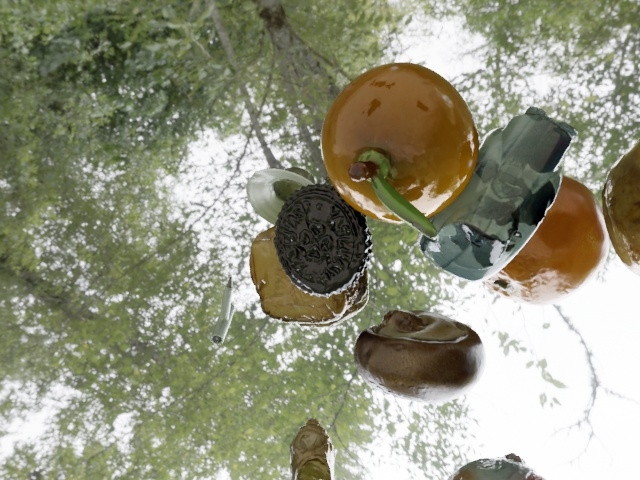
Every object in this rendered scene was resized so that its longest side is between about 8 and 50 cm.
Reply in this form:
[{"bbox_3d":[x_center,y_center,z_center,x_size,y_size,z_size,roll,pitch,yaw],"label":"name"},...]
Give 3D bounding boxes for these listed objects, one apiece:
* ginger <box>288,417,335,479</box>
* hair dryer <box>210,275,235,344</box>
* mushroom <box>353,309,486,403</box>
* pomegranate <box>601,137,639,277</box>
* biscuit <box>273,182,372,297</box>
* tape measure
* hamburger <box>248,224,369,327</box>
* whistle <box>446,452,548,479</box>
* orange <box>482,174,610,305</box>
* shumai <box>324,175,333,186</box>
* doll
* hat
[{"bbox_3d":[-0.003,0.236,0.408,0.051,0.069,0.173,5,-170,-11],"label":"ginger"},{"bbox_3d":[-0.288,0.196,1.361,0.044,0.183,0.155,10,-149,-3],"label":"hair dryer"},{"bbox_3d":[0.186,0.215,0.859,0.253,0.153,0.253,-2,-170,0],"label":"mushroom"},{"bbox_3d":[0.562,-0.055,0.647,0.281,0.281,0.281,-17,-137,16],"label":"pomegranate"},{"bbox_3d":[0.000,0.000,0.748,0.195,0.194,0.053,5,-171,34],"label":"biscuit"},{"bbox_3d":[0.279,-0.055,0.749,0.147,0.275,0.256,34,-94,6],"label":"tape measure"},{"bbox_3d":[-0.024,0.075,1.030,0.283,0.259,0.145,3,-169,42],"label":"hamburger"},{"bbox_3d":[0.253,0.343,0.465,0.348,0.189,0.189,13,-122,40],"label":"whistle"},{"bbox_3d":[0.481,-0.005,1.034,0.312,0.312,0.312,-17,-137,16],"label":"orange"},{"bbox_3d":[0.075,-0.162,1.229,0.124,0.099,0.087,-8,-148,34],"label":"shumai"},{"bbox_3d":[0.092,-0.115,0.580,0.214,0.213,0.236,-5,-158,27],"label":"doll"},{"bbox_3d":[-0.070,-0.136,1.219,0.252,0.252,0.110,0,-130,30],"label":"hat"}]
